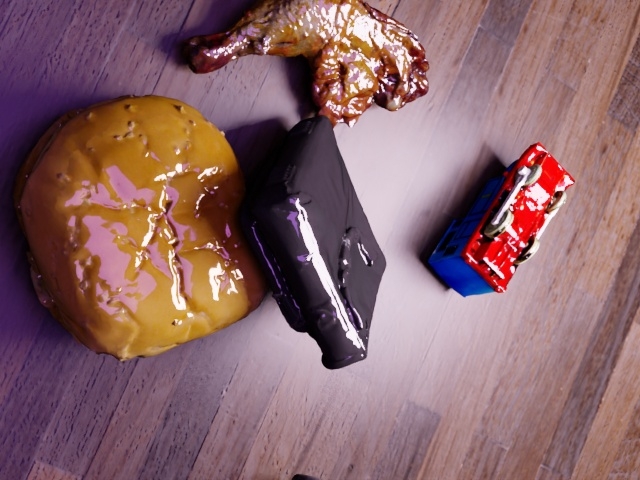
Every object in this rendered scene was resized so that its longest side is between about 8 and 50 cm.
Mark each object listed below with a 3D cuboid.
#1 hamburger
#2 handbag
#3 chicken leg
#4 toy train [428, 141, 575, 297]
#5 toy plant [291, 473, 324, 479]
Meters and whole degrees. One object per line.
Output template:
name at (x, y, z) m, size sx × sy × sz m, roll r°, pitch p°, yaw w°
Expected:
hamburger at (-0.196, -0.023, 1.447) m, size 0.318 × 0.158 × 0.319 m, roll 2°, pitch 86°, yaw -29°
handbag at (0.000, 0.000, 1.509) m, size 0.088 × 0.275 × 0.244 m, roll -20°, pitch 111°, yaw 15°
chicken leg at (-0.007, -0.230, 1.579) m, size 0.322 × 0.083 × 0.177 m, roll 24°, pitch 97°, yaw -29°
toy train at (0.243, -0.025, 1.696) m, size 0.083 × 0.131 × 0.204 m, roll 44°, pitch 63°, yaw -17°
toy plant at (-0.055, 0.493, 1.534) m, size 0.185 × 0.279 × 0.400 m, roll 23°, pitch 72°, yaw 17°
